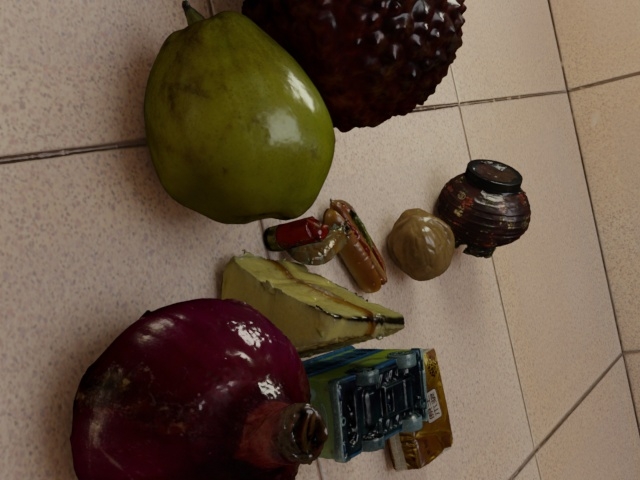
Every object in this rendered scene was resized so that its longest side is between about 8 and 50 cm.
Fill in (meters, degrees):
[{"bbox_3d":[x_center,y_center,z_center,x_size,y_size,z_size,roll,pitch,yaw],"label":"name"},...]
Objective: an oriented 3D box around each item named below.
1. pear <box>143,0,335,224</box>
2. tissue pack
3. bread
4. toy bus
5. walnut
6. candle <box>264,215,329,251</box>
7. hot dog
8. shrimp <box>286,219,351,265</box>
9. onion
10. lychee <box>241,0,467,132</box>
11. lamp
[{"bbox_3d":[-0.139,-0.196,1.377,0.287,0.287,0.375,-23,92,-56],"label":"pear"},{"bbox_3d":[0.199,0.358,1.895,0.183,0.092,0.226,-13,90,-56],"label":"tissue pack"},{"bbox_3d":[-0.007,0.105,1.525,0.263,0.236,0.198,6,76,-57],"label":"bread"},{"bbox_3d":[0.053,0.287,1.603,0.312,0.190,0.152,-8,95,-56],"label":"toy bus"},{"bbox_3d":[0.226,0.010,1.985,0.166,0.149,0.166,-15,90,-83],"label":"walnut"},{"bbox_3d":[-0.039,-0.013,1.607,0.052,0.131,0.052,22,62,-50],"label":"candle"},{"bbox_3d":[0.072,0.007,1.828,0.235,0.062,0.092,57,43,-28],"label":"hot dog"},{"bbox_3d":[0.000,0.000,1.703,0.180,0.099,0.041,-33,142,-48],"label":"shrimp"},{"bbox_3d":[-0.133,0.239,1.179,0.348,0.385,0.347,4,84,-42],"label":"onion"},{"bbox_3d":[0.061,-0.405,1.617,0.500,0.425,0.424,40,48,-66],"label":"lychee"},{"bbox_3d":[0.403,-0.075,2.205,0.247,0.247,0.246,21,64,-52],"label":"lamp"}]
